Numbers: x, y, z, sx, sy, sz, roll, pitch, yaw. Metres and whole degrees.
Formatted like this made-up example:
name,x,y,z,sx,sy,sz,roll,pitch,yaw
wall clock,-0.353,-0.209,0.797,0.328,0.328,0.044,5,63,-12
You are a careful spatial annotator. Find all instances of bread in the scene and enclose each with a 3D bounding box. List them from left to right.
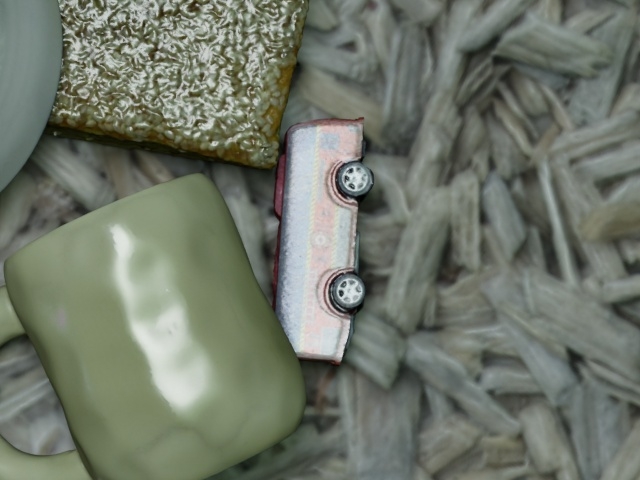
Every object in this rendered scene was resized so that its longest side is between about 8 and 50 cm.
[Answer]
name,x,y,z,sx,sy,sz,roll,pitch,yaw
bread,-0.129,-0.159,1.473,0.234,0.110,0.184,11,86,-7

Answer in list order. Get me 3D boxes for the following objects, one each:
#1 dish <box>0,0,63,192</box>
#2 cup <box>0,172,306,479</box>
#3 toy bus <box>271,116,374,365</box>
name,x,y,z,sx,sy,sz,roll,pitch,yaw
dish,-0.333,-0.140,1.369,0.273,0.134,0.273,-2,83,18
cup,-0.154,0.091,1.410,0.255,0.173,0.202,-24,88,-12
toy bus,0.000,0.000,1.503,0.077,0.065,0.192,4,84,-2
